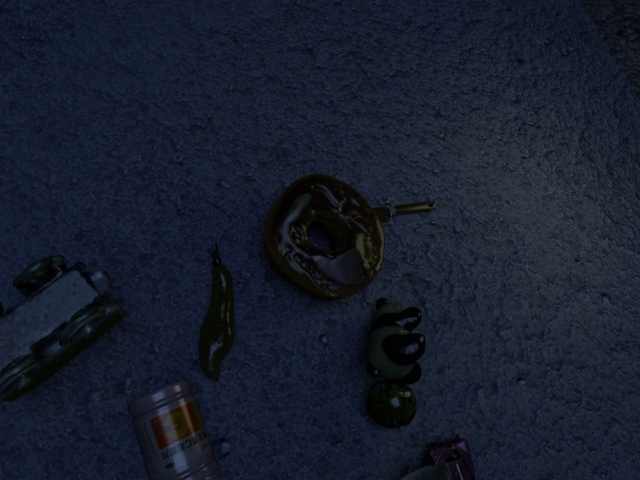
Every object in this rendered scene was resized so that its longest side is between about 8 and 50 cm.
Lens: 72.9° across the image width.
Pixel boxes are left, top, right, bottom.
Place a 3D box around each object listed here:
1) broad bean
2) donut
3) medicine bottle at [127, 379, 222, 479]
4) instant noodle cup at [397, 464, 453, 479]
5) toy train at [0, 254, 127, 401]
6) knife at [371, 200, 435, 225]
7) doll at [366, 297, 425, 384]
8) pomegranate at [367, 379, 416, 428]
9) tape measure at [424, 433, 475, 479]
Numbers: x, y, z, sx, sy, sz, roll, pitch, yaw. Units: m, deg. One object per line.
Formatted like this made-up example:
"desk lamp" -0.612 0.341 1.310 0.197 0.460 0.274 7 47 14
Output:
"broad bean" -0.248 0.172 1.051 0.075 0.067 0.325 18 60 -42
"donut" 0.000 0.000 1.133 0.330 0.160 0.330 8 67 -18
"medicine bottle" -0.298 0.431 0.897 0.133 0.133 0.250 -18 76 -21
"instant noodle cup" 0.255 0.631 0.905 0.243 0.243 0.231 -34 86 -24
"toy train" -0.552 0.171 0.858 0.173 0.249 0.307 47 66 2
"knife" 0.197 -0.076 1.284 0.343 0.027 0.061 -7 76 -18
"doll" 0.184 0.243 1.068 0.135 0.144 0.234 4 32 8
"pomegranate" 0.177 0.384 1.064 0.122 0.122 0.161 27 39 -4
"tape measure" 0.312 0.549 1.053 0.118 0.074 0.125 -11 71 -18
